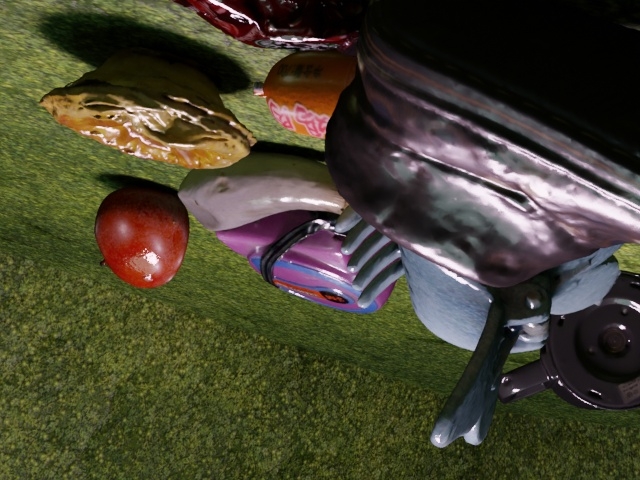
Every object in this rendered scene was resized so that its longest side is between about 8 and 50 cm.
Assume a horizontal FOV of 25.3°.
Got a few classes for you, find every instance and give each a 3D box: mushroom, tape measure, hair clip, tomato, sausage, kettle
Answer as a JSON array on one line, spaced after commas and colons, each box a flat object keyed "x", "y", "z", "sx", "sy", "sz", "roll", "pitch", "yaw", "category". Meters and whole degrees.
[{"x": -0.068, "y": -0.066, "z": 1.853, "sx": 0.270, "sy": 0.103, "sz": 0.118, "roll": 1, "pitch": 152, "yaw": 37, "category": "mushroom"}, {"x": 0.000, "y": 0.000, "z": 2.020, "sx": 0.231, "sy": 0.149, "sz": 0.245, "roll": 11, "pitch": 162, "yaw": 27, "category": "tape measure"}, {"x": 0.173, "y": 0.035, "z": 1.595, "sx": 0.238, "sy": 0.392, "sz": 0.318, "roll": 37, "pitch": 169, "yaw": 19, "category": "hair clip"}, {"x": -0.277, "y": -0.015, "z": 2.253, "sx": 0.167, "sy": 0.167, "sz": 0.167, "roll": 12, "pitch": 169, "yaw": 2, "category": "tomato"}, {"x": 0.067, "y": -0.136, "z": 1.355, "sx": 0.312, "sy": 0.093, "sz": 0.093, "roll": 7, "pitch": 168, "yaw": 30, "category": "sausage"}, {"x": 0.419, "y": 0.192, "z": 2.207, "sx": 0.203, "sy": 0.262, "sz": 0.308, "roll": 39, "pitch": 175, "yaw": 9, "category": "kettle"}]

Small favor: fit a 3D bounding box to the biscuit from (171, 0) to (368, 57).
[{"x": -0.044, "y": -0.202, "z": 1.233, "sx": 0.235, "sy": 0.063, "sz": 0.151, "roll": 11, "pitch": -179, "yaw": -15, "category": "biscuit"}]

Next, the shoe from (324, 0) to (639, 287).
[{"x": 0.192, "y": -0.056, "z": 1.152, "sx": 0.384, "sy": 0.171, "sz": 0.237, "roll": 21, "pitch": 139, "yaw": 5, "category": "shoe"}]

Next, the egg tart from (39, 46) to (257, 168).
[{"x": -0.184, "y": -0.146, "z": 1.567, "sx": 0.241, "sy": 0.106, "sz": 0.241, "roll": 13, "pitch": 172, "yaw": 2, "category": "egg tart"}]
